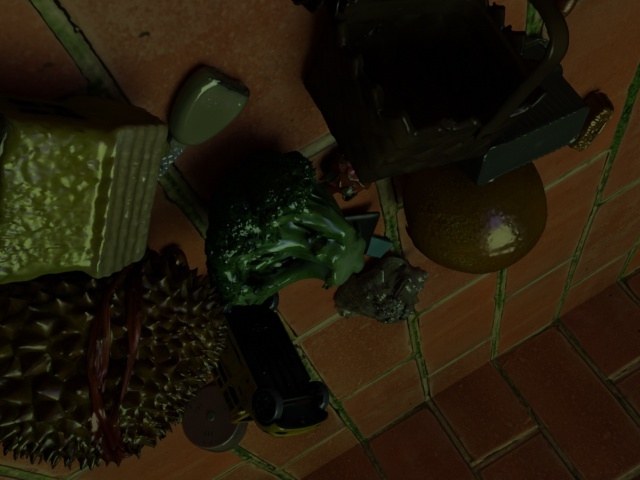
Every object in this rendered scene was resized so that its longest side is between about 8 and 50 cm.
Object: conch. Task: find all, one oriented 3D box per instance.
[{"bbox_3d":[0.141,0.122,1.590,0.245,0.163,0.178,-23,121,17],"label":"conch"}]

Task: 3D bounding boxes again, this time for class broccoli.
[{"bbox_3d":[-0.060,-0.010,1.022,0.265,0.245,0.294,-68,158,-7],"label":"broccoli"}]

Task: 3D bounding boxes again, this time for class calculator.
[{"bbox_3d":[0.100,0.009,1.457,0.057,0.018,0.172,-46,148,21],"label":"calculator"}]

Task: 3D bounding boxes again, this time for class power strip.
[{"bbox_3d":[-0.252,0.431,1.613,0.154,0.154,0.078,-31,152,-4],"label":"power strip"}]

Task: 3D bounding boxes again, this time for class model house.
[{"bbox_3d":[-0.283,-0.061,0.760,0.234,0.174,0.194,-1,111,-39],"label":"model house"}]

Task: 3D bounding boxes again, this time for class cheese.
[{"bbox_3d":[-0.181,-0.151,0.912,0.192,0.037,0.097,-46,148,20],"label":"cheese"}]

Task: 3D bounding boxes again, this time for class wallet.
[{"bbox_3d":[0.000,0.000,1.321,0.244,0.025,0.124,-10,140,-26],"label":"wallet"}]

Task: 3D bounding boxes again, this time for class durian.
[{"bbox_3d":[-0.320,0.153,0.935,0.384,0.348,0.348,-24,151,-1],"label":"durian"}]

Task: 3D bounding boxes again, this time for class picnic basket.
[{"bbox_3d":[0.157,-0.246,0.880,0.291,0.254,0.321,-17,161,-30],"label":"picnic basket"}]

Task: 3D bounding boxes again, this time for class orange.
[{"bbox_3d":[0.293,-0.066,1.283,0.274,0.274,0.274,-25,150,-15],"label":"orange"}]

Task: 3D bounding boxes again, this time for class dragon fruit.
[{"bbox_3d":[0.047,-0.113,1.159,0.116,0.086,0.081,-50,-174,42],"label":"dragon fruit"}]

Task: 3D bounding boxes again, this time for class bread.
[{"bbox_3d":[0.596,-0.264,1.483,0.053,0.074,0.132,5,136,-23],"label":"bread"}]

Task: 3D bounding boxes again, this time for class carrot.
[{"bbox_3d":[-0.246,0.070,1.189,0.037,0.037,0.190,-25,152,-14],"label":"carrot"},{"bbox_3d":[0.426,-0.428,1.107,0.035,0.035,0.142,-7,135,-39],"label":"carrot"}]

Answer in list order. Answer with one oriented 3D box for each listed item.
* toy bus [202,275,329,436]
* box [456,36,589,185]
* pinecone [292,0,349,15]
[{"bbox_3d":[-0.124,0.224,1.243,0.145,0.331,0.151,5,137,-48],"label":"toy bus"},{"bbox_3d":[0.326,-0.223,1.166,0.274,0.178,0.138,-25,150,-14],"label":"box"},{"bbox_3d":[0.022,-0.342,0.715,0.165,0.163,0.163,-44,155,-19],"label":"pinecone"}]
